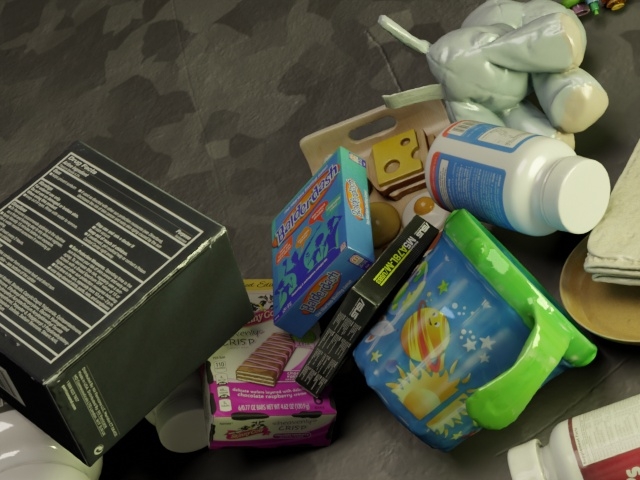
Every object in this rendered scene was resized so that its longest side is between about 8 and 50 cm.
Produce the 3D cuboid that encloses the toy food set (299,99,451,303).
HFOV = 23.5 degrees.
[{"bbox_3d":[0.084,-0.065,2.107,0.219,0.092,0.306,-21,46,15],"label":"toy food set"}]

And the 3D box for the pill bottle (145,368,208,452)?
[{"bbox_3d":[-0.193,0.189,2.046,0.108,0.108,0.180,-29,44,6],"label":"pill bottle"}]

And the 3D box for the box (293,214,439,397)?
[{"bbox_3d":[0.058,0.080,1.907,0.045,0.191,0.184,35,41,4],"label":"box"}]

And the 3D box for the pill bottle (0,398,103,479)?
[{"bbox_3d":[-0.405,0.248,2.049,0.210,0.210,0.363,-29,44,6],"label":"pill bottle"}]

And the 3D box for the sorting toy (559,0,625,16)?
[{"bbox_3d":[0.392,-0.338,2.191,0.102,0.061,0.042,-21,80,24],"label":"sorting toy"}]

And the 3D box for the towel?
[{"bbox_3d":[0.444,-0.043,1.863,0.187,0.049,0.282,7,46,33],"label":"towel"}]

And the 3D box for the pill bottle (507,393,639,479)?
[{"bbox_3d":[0.326,0.240,1.684,0.221,0.121,0.121,-22,46,14],"label":"pill bottle"}]

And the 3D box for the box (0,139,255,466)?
[{"bbox_3d":[-0.293,0.072,1.916,0.296,0.183,0.294,30,62,36],"label":"box"}]

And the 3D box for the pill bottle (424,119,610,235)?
[{"bbox_3d":[0.245,-0.074,1.907,0.221,0.124,0.124,20,66,49],"label":"pill bottle"}]

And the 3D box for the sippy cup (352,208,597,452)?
[{"bbox_3d":[0.168,0.120,1.822,0.224,0.305,0.240,-44,75,6],"label":"sippy cup"}]

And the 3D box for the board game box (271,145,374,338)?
[{"bbox_3d":[0.000,0.000,1.990,0.160,0.047,0.210,-48,27,29],"label":"board game box"}]

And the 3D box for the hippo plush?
[{"bbox_3d":[0.250,-0.221,2.102,0.294,0.234,0.236,2,23,14],"label":"hippo plush"}]

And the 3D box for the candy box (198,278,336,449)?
[{"bbox_3d":[-0.076,0.155,1.982,0.159,0.071,0.233,-1,45,-12],"label":"candy box"}]

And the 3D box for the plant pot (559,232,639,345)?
[{"bbox_3d":[0.405,0.045,1.842,0.236,0.032,0.236,-15,38,12],"label":"plant pot"}]
